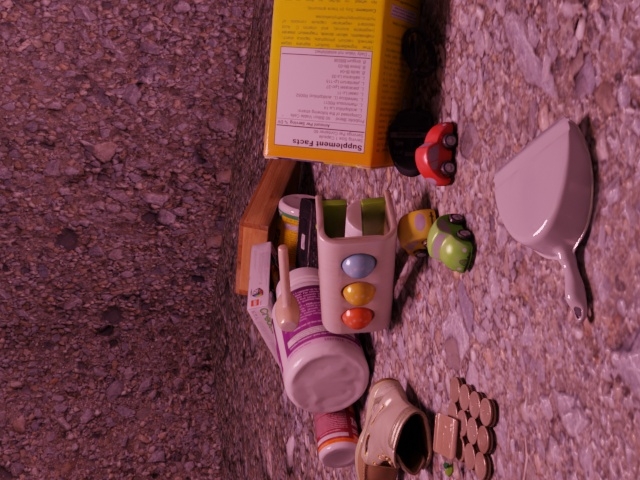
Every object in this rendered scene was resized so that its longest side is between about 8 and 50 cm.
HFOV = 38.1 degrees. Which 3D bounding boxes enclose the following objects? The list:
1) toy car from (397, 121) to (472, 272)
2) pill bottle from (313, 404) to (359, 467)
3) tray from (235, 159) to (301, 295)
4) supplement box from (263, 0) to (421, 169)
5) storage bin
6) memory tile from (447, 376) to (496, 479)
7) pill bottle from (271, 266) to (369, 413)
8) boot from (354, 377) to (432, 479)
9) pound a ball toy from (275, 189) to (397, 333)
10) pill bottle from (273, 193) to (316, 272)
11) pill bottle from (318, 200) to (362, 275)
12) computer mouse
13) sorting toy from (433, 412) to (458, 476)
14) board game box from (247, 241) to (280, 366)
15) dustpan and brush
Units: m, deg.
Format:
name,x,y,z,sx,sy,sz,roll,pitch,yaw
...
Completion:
name,x,y,z,sx,sy,sz,roll,pitch,yaw
toy car,0.171,-0.034,1.386,0.225,0.053,0.239,-107,23,-55
pill bottle,0.030,0.366,1.842,0.086,0.086,0.152,106,161,-45
tray,-0.125,-0.062,2.298,0.411,0.076,0.203,-73,-8,-56
supplement box,0.042,-0.306,1.537,0.195,0.194,0.357,-16,-68,-66
storage bin,0.000,0.000,2.044,0.122,0.084,0.180,-152,66,-75
memory tile,0.206,0.257,1.276,0.148,0.012,0.113,-152,66,-75
pill bottle,-0.010,0.189,1.868,0.301,0.169,0.169,-107,23,-54
boot,0.119,0.348,1.497,0.165,0.077,0.213,-143,59,-72
pound a ball toy,0.021,0.066,1.574,0.319,0.208,0.136,89,176,-53
pill bottle,-0.051,0.006,2.185,0.117,0.117,0.208,-115,30,-63
pill bottle,0.065,0.014,1.716,0.180,0.108,0.108,108,160,-47
computer mouse,0.151,-0.222,1.494,0.041,0.071,0.242,14,-100,-78
sorting toy,0.180,0.292,1.322,0.062,0.012,0.083,175,100,-72
board game box,-0.086,0.176,2.100,0.193,0.053,0.305,-90,-18,-45
dustpan and brush,0.260,-0.011,1.027,0.147,0.060,0.211,136,143,-53
